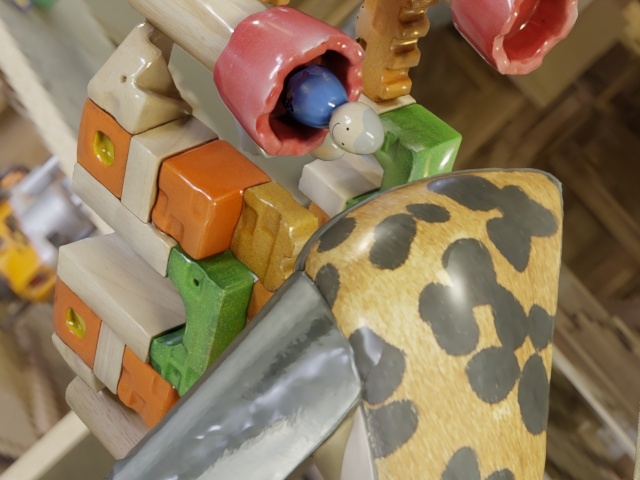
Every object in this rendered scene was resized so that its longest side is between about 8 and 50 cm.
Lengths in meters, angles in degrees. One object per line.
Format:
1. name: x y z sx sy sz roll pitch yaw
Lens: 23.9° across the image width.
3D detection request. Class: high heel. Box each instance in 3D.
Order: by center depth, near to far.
1. high heel: 0.067 0.115 0.380 0.261 0.186 0.093 46 -16 -5

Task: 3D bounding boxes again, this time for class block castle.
1. block castle: 0.000 0.000 1.088 0.303 0.453 0.213 -22 50 -39

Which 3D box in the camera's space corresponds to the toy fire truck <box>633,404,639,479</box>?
1. toy fire truck: 0.116 0.176 0.677 0.158 0.246 0.217 49 -8 30
